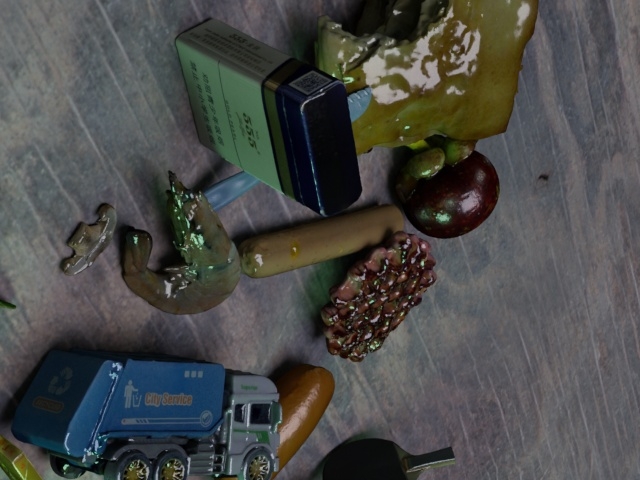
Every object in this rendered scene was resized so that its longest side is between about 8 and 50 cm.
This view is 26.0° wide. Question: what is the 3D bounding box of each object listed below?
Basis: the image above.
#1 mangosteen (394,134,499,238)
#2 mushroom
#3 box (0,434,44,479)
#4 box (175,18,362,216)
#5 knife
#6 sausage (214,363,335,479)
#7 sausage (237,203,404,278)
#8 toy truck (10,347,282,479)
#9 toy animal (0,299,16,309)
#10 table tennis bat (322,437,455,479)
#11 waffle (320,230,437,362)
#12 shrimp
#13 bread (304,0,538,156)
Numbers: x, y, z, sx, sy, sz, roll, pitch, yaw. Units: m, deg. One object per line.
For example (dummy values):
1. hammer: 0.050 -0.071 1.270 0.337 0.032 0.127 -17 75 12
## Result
1. mangosteen: 0.178 -0.094 2.051 0.156 0.181 0.146 -40 180 -2
2. mushroom: -0.281 0.001 1.693 0.101 0.019 0.049 -58 139 -6
3. box: -0.365 0.294 1.714 0.022 0.089 0.156 -46 139 -22
4. box: -0.062 -0.150 1.655 0.071 0.259 0.168 -32 132 -27
5. knife: -0.063 -0.105 1.772 0.313 0.019 0.044 -32 121 4
6. sausage: -0.067 0.275 2.011 0.238 0.098 0.098 -49 138 -12
7. sausage: -0.001 0.001 1.949 0.301 0.066 0.066 -13 119 -42
8. toy truck: -0.210 0.234 1.778 0.367 0.146 0.175 9 88 -48
9. toy animal: -0.420 0.046 1.561 0.075 0.041 0.217 -50 142 -16
10. table tennis bat: 0.110 0.365 2.189 0.220 0.130 0.019 -11 147 -15
11. waffle: 0.084 0.081 2.054 0.221 0.055 0.234 -48 155 -2
12. shrimp: -0.189 0.008 1.754 0.145 0.059 0.254 -24 140 3
13. bread: 0.146 -0.269 1.863 0.370 0.191 0.314 -15 122 -39
